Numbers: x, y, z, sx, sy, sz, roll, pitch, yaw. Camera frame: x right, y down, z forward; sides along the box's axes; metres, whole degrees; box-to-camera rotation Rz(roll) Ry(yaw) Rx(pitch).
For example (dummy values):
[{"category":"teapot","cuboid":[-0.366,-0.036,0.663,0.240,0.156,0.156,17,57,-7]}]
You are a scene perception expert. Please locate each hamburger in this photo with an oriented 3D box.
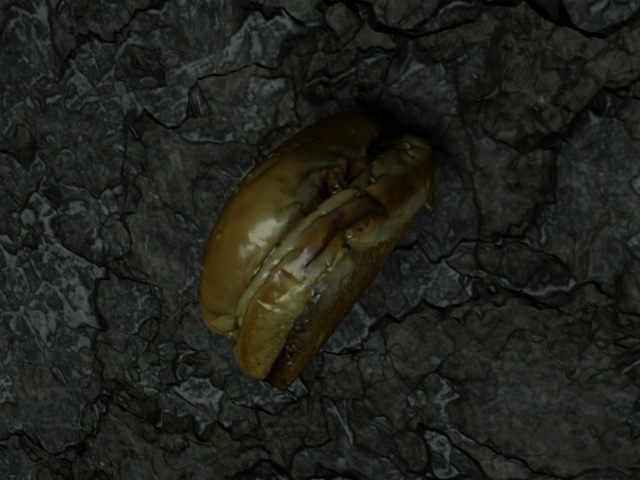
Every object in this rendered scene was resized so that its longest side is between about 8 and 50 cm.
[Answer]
[{"category":"hamburger","cuboid":[-0.005,0.006,1.378,0.174,0.304,0.284,34,129,16]}]
